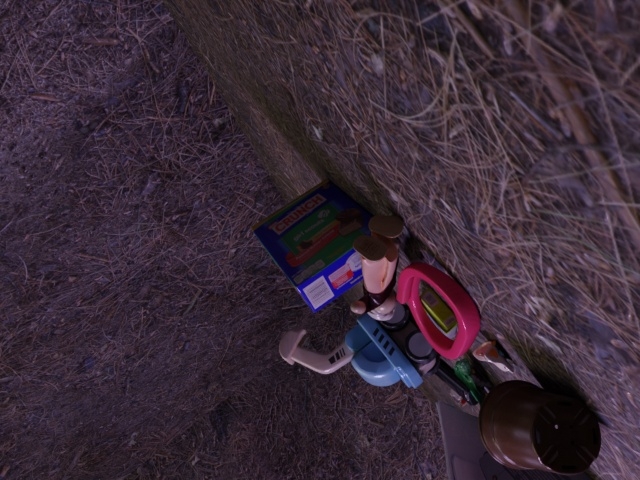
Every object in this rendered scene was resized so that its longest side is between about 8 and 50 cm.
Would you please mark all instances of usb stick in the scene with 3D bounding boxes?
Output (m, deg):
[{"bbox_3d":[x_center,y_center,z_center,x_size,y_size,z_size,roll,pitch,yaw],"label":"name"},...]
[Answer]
[{"bbox_3d":[0.457,0.482,1.843,0.077,0.045,0.278,62,172,-16],"label":"usb stick"}]

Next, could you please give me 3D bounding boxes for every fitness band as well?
[{"bbox_3d":[0.261,0.155,1.193,0.209,0.054,0.291,47,162,27],"label":"fitness band"}]

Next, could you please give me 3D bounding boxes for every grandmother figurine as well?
[{"bbox_3d":[0.138,0.093,1.251,0.104,0.208,0.342,36,160,27],"label":"grandmother figurine"}]

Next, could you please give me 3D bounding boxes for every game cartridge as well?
[{"bbox_3d":[0.513,0.577,1.212,0.294,0.196,0.060,46,162,52],"label":"game cartridge"}]

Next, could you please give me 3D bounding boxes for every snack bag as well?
[{"bbox_3d":[0.454,0.598,1.365,0.323,0.037,0.342,24,-144,-17],"label":"snack bag"}]

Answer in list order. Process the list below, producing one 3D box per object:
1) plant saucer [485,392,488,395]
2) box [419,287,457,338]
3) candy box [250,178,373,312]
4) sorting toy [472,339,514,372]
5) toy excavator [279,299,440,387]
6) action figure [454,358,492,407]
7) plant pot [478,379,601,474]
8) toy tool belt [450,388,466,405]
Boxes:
[{"bbox_3d":[0.491,0.465,1.615,0.083,0.013,0.083,51,174,8],"label":"plant saucer"},{"bbox_3d":[0.301,0.197,1.367,0.109,0.042,0.178,50,173,25],"label":"box"},{"bbox_3d":[0.000,0.000,1.429,0.317,0.268,0.122,46,167,51],"label":"candy box"},{"bbox_3d":[0.376,0.253,1.134,0.075,0.045,0.083,45,173,6],"label":"sorting toy"},{"bbox_3d":[0.130,0.386,1.851,0.433,0.445,0.222,49,173,29],"label":"toy excavator"},{"bbox_3d":[0.419,0.385,1.460,0.137,0.063,0.232,49,178,47],"label":"action figure"},{"bbox_3d":[0.394,0.337,0.953,0.167,0.167,0.165,52,167,6],"label":"plant pot"},{"bbox_3d":[0.510,0.559,1.918,0.051,0.052,0.083,18,-160,-35],"label":"toy tool belt"}]
